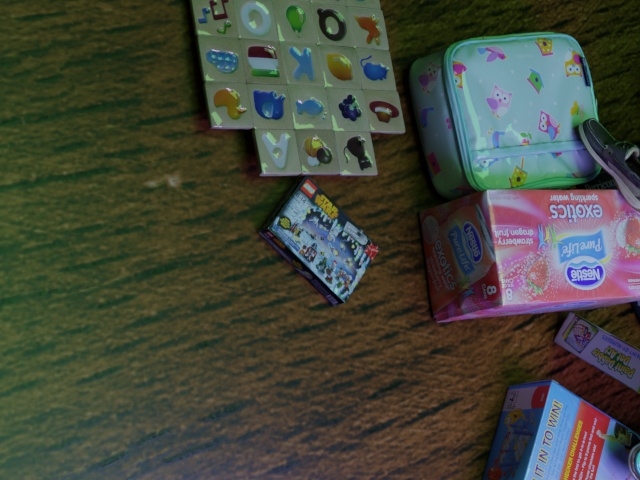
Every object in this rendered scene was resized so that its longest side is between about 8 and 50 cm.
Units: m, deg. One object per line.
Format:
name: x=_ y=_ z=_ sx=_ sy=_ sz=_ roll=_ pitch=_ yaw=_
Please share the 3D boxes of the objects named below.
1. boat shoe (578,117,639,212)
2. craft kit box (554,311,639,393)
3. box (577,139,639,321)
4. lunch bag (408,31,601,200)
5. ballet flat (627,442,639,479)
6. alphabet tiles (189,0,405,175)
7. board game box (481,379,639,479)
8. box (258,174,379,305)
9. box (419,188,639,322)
boat shoe: x=0.402 y=-0.108 z=1.594 sx=0.056 sy=0.049 sz=0.152 roll=-18 pitch=66 yaw=-45
craft kit box: x=0.475 y=0.200 z=1.614 sx=0.250 sy=0.246 sz=0.061 roll=28 pitch=95 yaw=-25
box: x=0.563 y=-0.018 z=1.686 sx=0.182 sy=0.296 sz=0.294 roll=-27 pitch=94 yaw=-34
lunch bag: x=0.263 y=-0.162 z=1.630 sx=0.279 sy=0.108 sz=0.224 roll=-9 pitch=85 yaw=-35
ballet flat: x=0.473 y=0.300 z=1.592 sx=0.213 sy=0.068 sz=0.072 roll=8 pitch=82 yaw=-27
alphabet tiles: x=-0.029 y=-0.244 z=1.499 sx=0.285 sy=0.011 sz=0.343 roll=-2 pitch=76 yaw=-34
board game box: x=0.342 y=0.387 z=1.577 sx=0.302 sy=0.086 sz=0.308 roll=32 pitch=64 yaw=-24
box: x=0.000 y=0.000 z=1.470 sx=0.137 sy=0.027 sz=0.094 roll=44 pitch=58 yaw=-18
box: x=0.295 y=0.019 z=1.591 sx=0.300 sy=0.142 sz=0.154 roll=-1 pitch=80 yaw=-34
